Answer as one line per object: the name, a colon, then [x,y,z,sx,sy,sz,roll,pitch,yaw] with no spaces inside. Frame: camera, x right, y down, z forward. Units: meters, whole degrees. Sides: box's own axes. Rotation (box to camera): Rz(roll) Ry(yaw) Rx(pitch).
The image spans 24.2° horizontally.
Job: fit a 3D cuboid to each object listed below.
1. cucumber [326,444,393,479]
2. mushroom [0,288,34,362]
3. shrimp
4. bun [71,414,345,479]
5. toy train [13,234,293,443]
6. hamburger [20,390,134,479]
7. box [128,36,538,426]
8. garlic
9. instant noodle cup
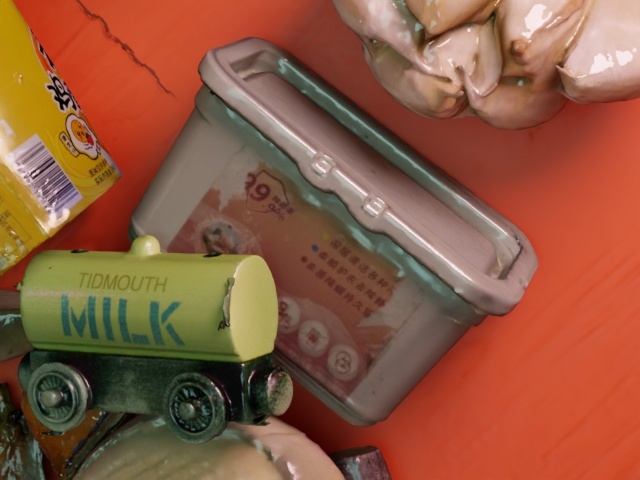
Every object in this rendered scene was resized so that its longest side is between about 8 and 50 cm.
cucumber: [0.041,0.231,1.301,0.064,0.064,0.112,-24,89,12]
mushroom: [-0.393,0.089,1.350,0.333,0.087,0.107,-18,98,8]
shrimp: [-0.297,0.235,1.368,0.115,0.051,0.217,1,100,12]
bun: [-0.091,0.274,1.286,0.287,0.146,0.287,0,89,24]
toy train: [-0.136,0.074,1.184,0.253,0.105,0.157,2,97,31]
hamburger: [-0.210,0.128,1.318,0.102,0.087,0.176,38,104,2]
box: [0.000,0.000,1.232,0.312,0.175,0.182,38,111,4]
garlic: [0.134,-0.168,1.169,0.281,0.203,0.185,24,141,-8]
instant noodle cup: [-0.302,-0.068,1.240,0.264,0.264,0.200,-38,99,12]
